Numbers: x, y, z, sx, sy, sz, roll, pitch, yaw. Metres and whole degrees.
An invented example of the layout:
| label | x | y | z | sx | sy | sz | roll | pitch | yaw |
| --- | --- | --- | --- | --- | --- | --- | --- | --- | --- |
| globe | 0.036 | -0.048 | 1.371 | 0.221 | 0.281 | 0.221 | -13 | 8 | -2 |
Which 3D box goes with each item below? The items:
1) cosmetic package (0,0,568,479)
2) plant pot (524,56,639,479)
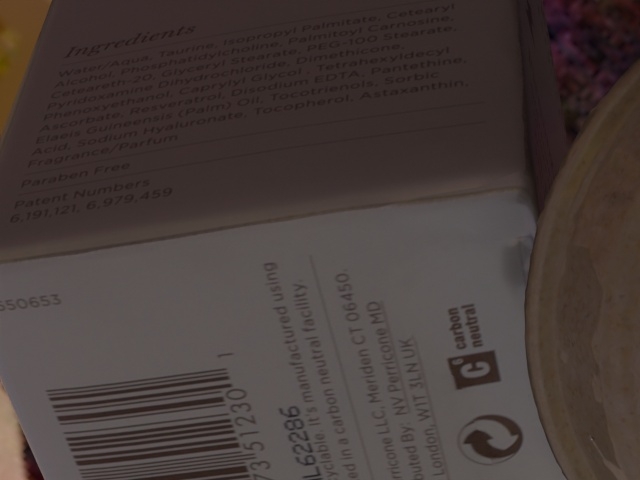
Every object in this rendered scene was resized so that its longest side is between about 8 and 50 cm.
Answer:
| label | x | y | z | sx | sy | sz | roll | pitch | yaw |
| --- | --- | --- | --- | --- | --- | --- | --- | --- | --- |
| cosmetic package | 0.000 | 0.000 | 1.136 | 0.393 | 0.327 | 0.329 | -85 | -18 | -52 |
| plant pot | 0.298 | 0.056 | 0.740 | 0.334 | 0.334 | 0.305 | 45 | 177 | -17 |
